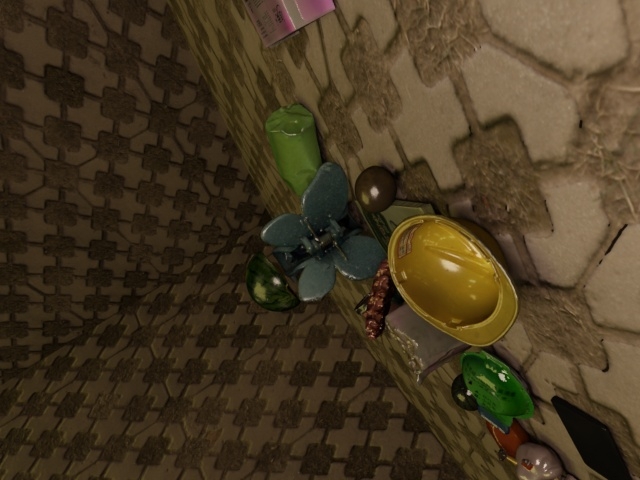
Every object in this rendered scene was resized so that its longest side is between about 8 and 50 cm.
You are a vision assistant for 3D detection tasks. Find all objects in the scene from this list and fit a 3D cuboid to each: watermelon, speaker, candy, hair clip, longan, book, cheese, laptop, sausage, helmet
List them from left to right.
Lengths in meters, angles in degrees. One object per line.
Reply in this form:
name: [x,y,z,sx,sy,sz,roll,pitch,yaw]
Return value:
watermelon: [-0.164,0.146,1.418,0.232,0.127,0.204,46,164,40]
candy: [-0.069,-0.268,1.401,0.132,0.142,0.343,38,164,26]
hair clip: [0.000,0.000,1.426,0.391,0.319,0.238,56,173,-7]
longan: [0.126,-0.111,1.032,0.106,0.106,0.119,50,152,36]
speaker: [0.253,0.150,1.341,0.060,0.075,0.094,58,161,-4]
book: [0.224,0.007,1.116,0.260,0.043,0.371,58,170,-16]
candy: [0.283,0.237,1.150,0.184,0.195,0.137,57,167,27]
helmet: [0.256,0.048,0.806,0.257,0.140,0.205,42,133,25]
watermelon: [0.421,0.428,1.276,0.133,0.105,0.105,36,-172,-44]
cheese: [0.432,0.381,1.114,0.204,0.083,0.320,33,152,43]
sausage: [0.523,0.541,1.230,0.179,0.089,0.089,55,170,19]
laptop: [0.549,0.410,0.892,0.197,0.016,0.135,58,170,-15]

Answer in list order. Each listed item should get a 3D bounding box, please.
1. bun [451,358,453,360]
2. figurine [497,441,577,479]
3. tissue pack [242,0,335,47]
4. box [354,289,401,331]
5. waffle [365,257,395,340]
bun: [0.310,0.290,1.349,0.222,0.128,0.222,55,173,10]
figurine: [0.564,0.583,1.111,0.229,0.112,0.137,41,170,16]
tissue pack: [-0.077,-0.478,0.878,0.148,0.093,0.246,62,169,-24]
box: [0.220,0.251,1.632,0.135,0.151,0.151,49,170,2]
waffle: [0.168,0.161,1.236,0.056,0.234,0.221,14,174,16]
